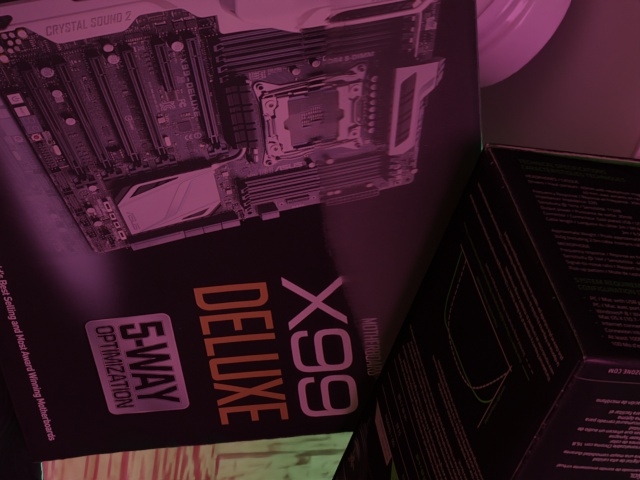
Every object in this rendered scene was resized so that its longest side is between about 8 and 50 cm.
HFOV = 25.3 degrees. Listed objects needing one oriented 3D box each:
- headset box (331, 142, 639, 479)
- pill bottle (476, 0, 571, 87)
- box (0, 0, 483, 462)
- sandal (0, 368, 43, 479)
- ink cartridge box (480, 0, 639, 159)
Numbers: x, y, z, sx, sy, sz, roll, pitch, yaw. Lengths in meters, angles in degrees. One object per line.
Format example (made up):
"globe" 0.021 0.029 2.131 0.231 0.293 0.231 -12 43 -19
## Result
"headset box" 0.152 0.116 0.669 0.246 0.131 0.283 5 129 -19
"pill bottle" 0.006 -0.181 0.691 0.264 0.146 0.146 35 91 -29
"box" -0.046 -0.036 0.661 0.242 0.076 0.307 -5 129 3
"sandal" -0.271 0.251 0.731 0.167 0.107 0.446 28 94 -30
"ink cartridge box" 0.224 -0.046 0.808 0.270 0.198 0.197 21 97 -29
